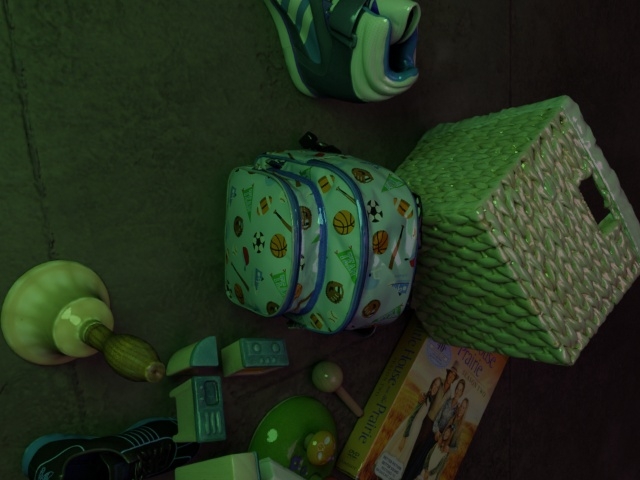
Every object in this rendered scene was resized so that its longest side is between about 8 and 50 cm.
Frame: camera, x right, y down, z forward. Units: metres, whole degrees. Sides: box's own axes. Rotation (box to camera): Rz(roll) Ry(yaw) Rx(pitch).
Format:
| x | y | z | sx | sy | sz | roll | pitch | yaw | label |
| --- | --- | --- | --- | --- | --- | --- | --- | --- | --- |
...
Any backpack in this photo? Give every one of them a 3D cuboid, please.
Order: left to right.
| x | y | z | sx | sy | sz | roll | pitch | yaw | label |
| --- | --- | --- | --- | --- | --- | --- | --- | --- | --- |
| 0.000 | 0.000 | 0.821 | 0.213 | 0.263 | 0.277 | -12 | 106 | -41 | backpack |

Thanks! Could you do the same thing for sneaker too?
| x | y | z | sx | sy | sz | roll | pitch | yaw | label |
| --- | --- | --- | --- | --- | --- | --- | --- | --- | --- |
| -0.238 | 0.275 | 0.765 | 0.232 | 0.090 | 0.082 | 5 | 94 | -43 | sneaker |
| 0.032 | -0.337 | 0.808 | 0.130 | 0.236 | 0.323 | -37 | 121 | -33 | sneaker |

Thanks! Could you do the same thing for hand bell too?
| x | y | z | sx | sy | sz | roll | pitch | yaw | label |
| --- | --- | --- | --- | --- | --- | --- | --- | --- | --- |
| -0.227 | 0.099 | 0.639 | 0.126 | 0.242 | 0.126 | -9 | 103 | -42 | hand bell |

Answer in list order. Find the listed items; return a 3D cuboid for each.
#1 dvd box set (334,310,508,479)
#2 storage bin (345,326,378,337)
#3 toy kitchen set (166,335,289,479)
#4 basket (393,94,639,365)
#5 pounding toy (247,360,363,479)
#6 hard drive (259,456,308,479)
| x | y | z | sx | sy | sz | roll | pitch | yaw | label |
| --- | --- | --- | --- | --- | --- | --- | --- | --- | --- |
| 0.225 | 0.321 | 1.230 | 0.307 | 0.062 | 0.420 | 47 | 66 | -38 | dvd box set |
| 0.071 | 0.097 | 1.035 | 0.135 | 0.098 | 0.091 | -67 | 160 | -12 | storage bin |
| -0.095 | 0.228 | 0.814 | 0.166 | 0.122 | 0.207 | 11 | 62 | -45 | toy kitchen set |
| 0.284 | -0.009 | 1.019 | 0.266 | 0.331 | 0.328 | -44 | 110 | -23 | basket |
| 0.001 | 0.332 | 0.989 | 0.237 | 0.110 | 0.183 | -49 | 127 | -25 | pounding toy |
| -0.058 | 0.463 | 0.925 | 0.233 | 0.047 | 0.353 | -38 | 128 | 7 | hard drive |
